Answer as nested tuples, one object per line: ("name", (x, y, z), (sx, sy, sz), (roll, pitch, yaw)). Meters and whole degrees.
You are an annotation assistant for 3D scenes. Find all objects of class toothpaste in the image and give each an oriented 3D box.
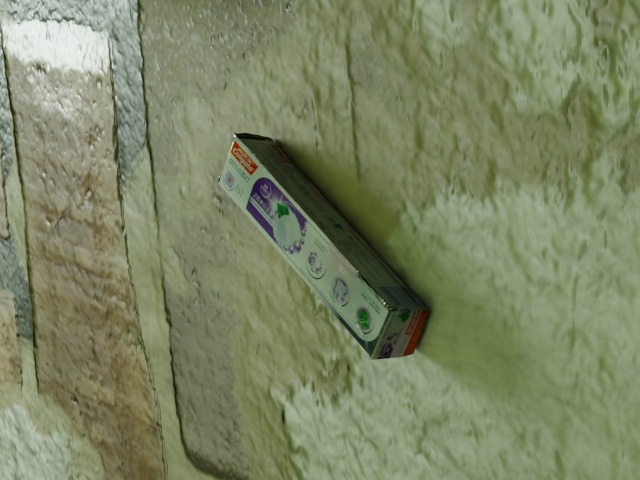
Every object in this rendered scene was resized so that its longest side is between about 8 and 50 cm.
("toothpaste", (0.000, 0.000, 1.175), (0.196, 0.040, 0.047), (48, 131, 35))
